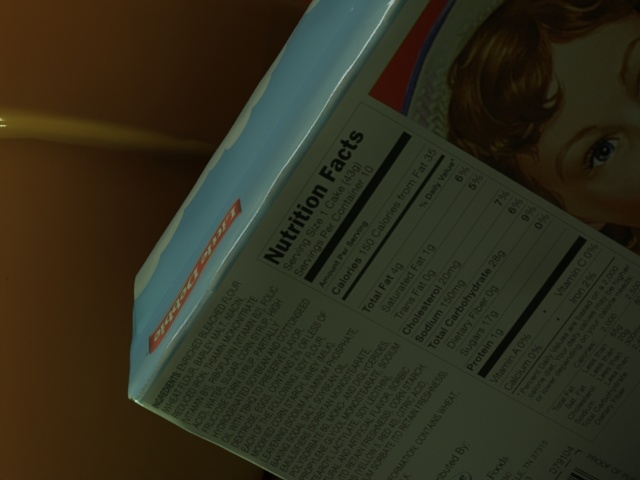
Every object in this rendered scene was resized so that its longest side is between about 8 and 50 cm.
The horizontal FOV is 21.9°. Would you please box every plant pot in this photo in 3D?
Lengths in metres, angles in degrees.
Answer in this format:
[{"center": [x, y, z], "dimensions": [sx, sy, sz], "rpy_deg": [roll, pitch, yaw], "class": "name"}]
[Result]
[{"center": [-0.087, 0.033, 0.670], "dimensions": [0.291, 0.291, 0.203], "rpy_deg": [155, 126, -65], "class": "plant pot"}]

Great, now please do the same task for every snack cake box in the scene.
[{"center": [0.076, -0.042, 0.460], "dimensions": [0.264, 0.152, 0.089], "rpy_deg": [-56, 16, 16], "class": "snack cake box"}]

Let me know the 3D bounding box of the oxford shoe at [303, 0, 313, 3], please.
[{"center": [-0.059, -0.058, 0.995], "dimensions": [0.364, 0.130, 0.133], "rpy_deg": [-55, 10, 21], "class": "oxford shoe"}]
